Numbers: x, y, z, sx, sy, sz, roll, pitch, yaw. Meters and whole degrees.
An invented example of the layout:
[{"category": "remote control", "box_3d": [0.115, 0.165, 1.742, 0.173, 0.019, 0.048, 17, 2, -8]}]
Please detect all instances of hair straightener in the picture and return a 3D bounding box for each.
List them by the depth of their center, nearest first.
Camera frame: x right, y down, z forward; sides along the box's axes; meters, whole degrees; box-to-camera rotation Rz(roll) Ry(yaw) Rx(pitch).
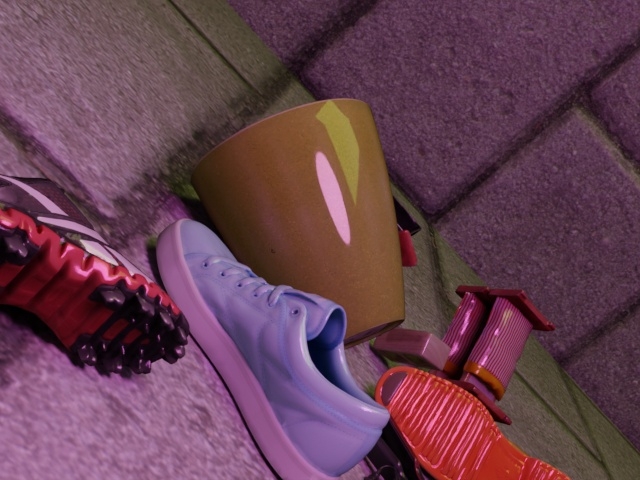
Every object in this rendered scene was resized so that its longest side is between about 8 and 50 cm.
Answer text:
[{"category": "hair straightener", "box_3d": [0.089, 0.303, 1.153, 0.089, 0.047, 0.230, -4, 46, -30]}]

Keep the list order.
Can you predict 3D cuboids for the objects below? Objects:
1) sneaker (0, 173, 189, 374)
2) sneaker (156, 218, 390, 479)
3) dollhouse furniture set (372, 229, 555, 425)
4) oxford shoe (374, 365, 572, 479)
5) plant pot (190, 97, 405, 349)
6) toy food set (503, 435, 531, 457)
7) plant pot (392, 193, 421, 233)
[{"category": "sneaker", "box_3d": [-0.221, 0.020, 0.820, 0.276, 0.097, 0.135, 35, 21, -41]}, {"category": "sneaker", "box_3d": [-0.045, 0.094, 1.065, 0.366, 0.150, 0.135, 54, 13, 23]}, {"category": "dollhouse furniture set", "box_3d": [0.194, 0.120, 1.550, 0.374, 0.201, 0.152, 41, -23, -32]}, {"category": "oxford shoe", "box_3d": [0.214, 0.322, 1.412, 0.363, 0.130, 0.133, 41, -19, -5]}, {"category": "plant pot", "box_3d": [0.000, 0.000, 1.316, 0.293, 0.274, 0.275, 67, 17, 13]}, {"category": "toy food set", "box_3d": [0.277, 0.353, 1.584, 0.218, 0.071, 0.128, 41, -9, -38]}, {"category": "plant pot", "box_3d": [0.046, -0.034, 1.692, 0.187, 0.167, 0.188, 50, 14, 6]}]
